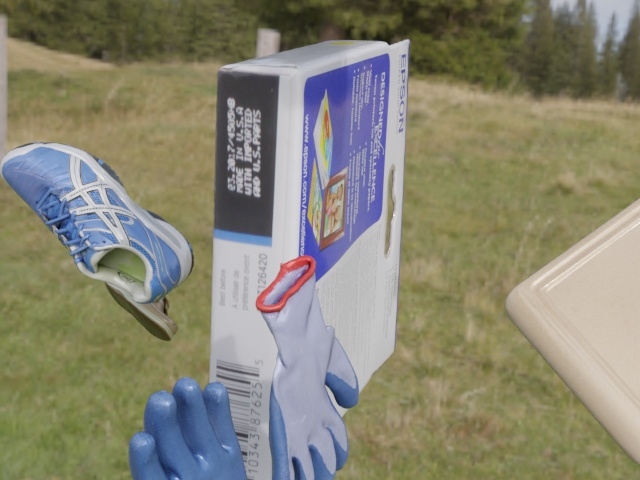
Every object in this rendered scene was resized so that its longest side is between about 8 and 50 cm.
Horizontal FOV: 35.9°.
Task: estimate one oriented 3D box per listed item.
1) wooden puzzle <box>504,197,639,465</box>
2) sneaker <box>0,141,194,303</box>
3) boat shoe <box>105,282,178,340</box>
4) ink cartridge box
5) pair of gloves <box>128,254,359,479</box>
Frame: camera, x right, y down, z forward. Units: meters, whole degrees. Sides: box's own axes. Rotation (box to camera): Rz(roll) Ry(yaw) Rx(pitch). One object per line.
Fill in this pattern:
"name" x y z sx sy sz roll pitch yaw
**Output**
"wooden puzzle" 0.347 0.080 1.019 0.238 0.221 0.044 -35 -21 -9
"sneaker" -0.219 -0.019 0.951 0.211 0.080 0.081 34 29 -4
"boat shoe" -0.201 0.069 1.142 0.045 0.050 0.135 -39 46 -19
"ink cartridge box" 0.000 0.000 0.779 0.072 0.304 0.307 6 16 15
"pair of gloves" -0.037 0.111 0.515 0.023 0.159 0.198 9 34 31
